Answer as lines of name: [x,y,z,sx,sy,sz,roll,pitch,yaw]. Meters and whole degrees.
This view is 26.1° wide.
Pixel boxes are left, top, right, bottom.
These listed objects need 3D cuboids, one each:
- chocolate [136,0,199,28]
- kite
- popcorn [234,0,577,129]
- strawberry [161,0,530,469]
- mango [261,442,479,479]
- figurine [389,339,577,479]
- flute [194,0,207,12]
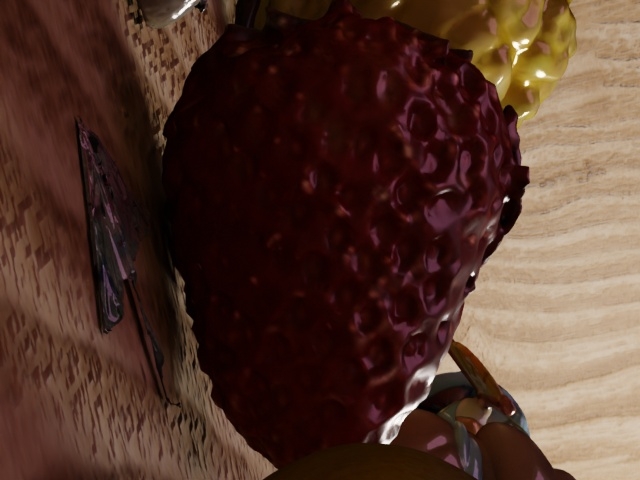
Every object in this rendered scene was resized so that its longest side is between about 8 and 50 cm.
chocolate: [-0.086,-0.248,0.867,0.261,0.083,0.161,-93,167,-56]
kite: [-0.090,0.012,0.654,0.139,0.011,0.157,-80,157,-69]
popcorn: [0.059,-0.228,1.281,0.381,0.349,0.349,-37,124,-36]
strawberry: [0.006,0.007,0.756,0.205,0.205,0.244,63,28,-70]
mango: [0.041,0.210,0.563,0.384,0.199,0.221,68,13,-54]
figurine: [0.140,0.261,1.437,0.388,0.248,0.277,-128,-158,-81]
flute: [-0.103,-0.276,1.106,0.014,0.014,0.269,71,9,-50]
